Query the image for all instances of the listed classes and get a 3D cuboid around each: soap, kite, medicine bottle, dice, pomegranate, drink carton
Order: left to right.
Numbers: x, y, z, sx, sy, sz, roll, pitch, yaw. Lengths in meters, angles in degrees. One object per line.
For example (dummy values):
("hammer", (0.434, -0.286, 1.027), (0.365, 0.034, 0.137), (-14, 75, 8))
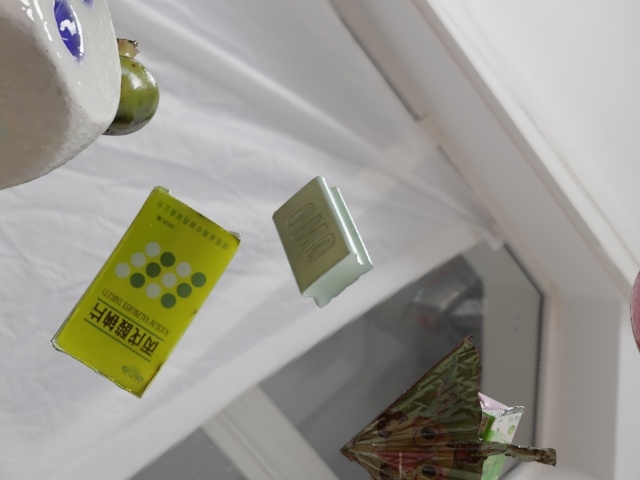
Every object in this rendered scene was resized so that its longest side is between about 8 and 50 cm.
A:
("dice", (-0.353, -0.201, 1.015), (0.259, 0.243, 0.251), (-14, -138, 6))
("pomegranate", (-0.279, -0.201, 1.460), (0.130, 0.130, 0.130), (-36, -167, 10))
("medicine bottle", (-0.222, 0.066, 1.405), (0.250, 0.137, 0.141), (-58, -176, -6))
("soap", (0.000, 0.000, 1.780), (0.119, 0.066, 0.198), (-39, -137, 16))
("kite", (0.155, 0.263, 1.336), (0.267, 0.323, 0.013), (-3, -162, 14))
("drink carton", (0.262, 0.411, 1.975), (0.161, 0.108, 0.271), (8, 102, -61))

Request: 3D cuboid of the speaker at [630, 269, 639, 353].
("speaker", (0.558, 0.097, 1.390), (0.294, 0.294, 0.294), (-36, -167, 10))
